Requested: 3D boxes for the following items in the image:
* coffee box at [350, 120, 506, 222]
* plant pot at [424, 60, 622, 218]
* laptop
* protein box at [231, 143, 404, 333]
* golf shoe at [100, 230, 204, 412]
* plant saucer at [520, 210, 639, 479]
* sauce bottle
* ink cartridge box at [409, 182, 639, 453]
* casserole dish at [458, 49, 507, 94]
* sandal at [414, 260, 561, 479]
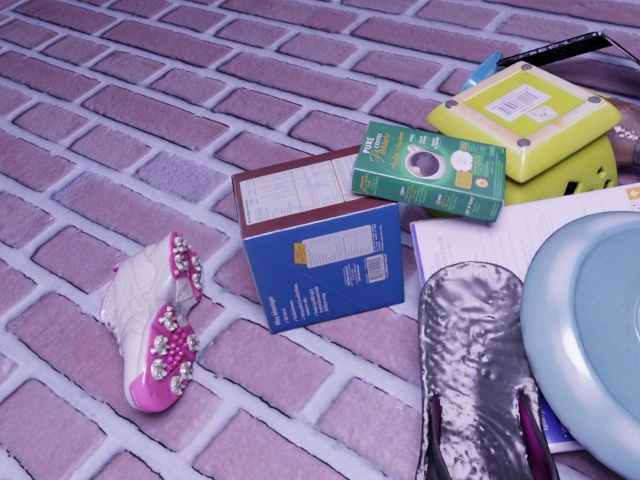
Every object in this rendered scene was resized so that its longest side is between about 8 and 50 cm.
[{"bbox_3d":[0.137,-0.089,0.802,0.184,0.040,0.113,12,46,5],"label":"coffee box"},{"bbox_3d":[0.294,-0.125,0.958,0.228,0.207,0.227,-30,48,-17],"label":"plant pot"},{"bbox_3d":[0.483,-0.288,1.137,0.264,0.136,0.234,-10,5,31],"label":"laptop"},{"bbox_3d":[0.000,0.000,0.895,0.201,0.200,0.136,-13,45,-2],"label":"protein box"},{"bbox_3d":[-0.249,0.120,0.906,0.140,0.115,0.306,-17,37,10],"label":"golf shoe"},{"bbox_3d":[0.367,0.100,0.667,0.317,0.044,0.317,5,64,-10],"label":"plant saucer"},{"bbox_3d":[0.439,-0.181,1.026,0.111,0.111,0.344,-30,40,-18],"label":"sauce bottle"},{"bbox_3d":[0.286,0.095,0.771,0.307,0.072,0.303,-11,66,9],"label":"ink cartridge box"},{"bbox_3d":[0.297,-0.276,1.189,0.037,0.114,0.188,36,50,-9],"label":"casserole dish"},{"bbox_3d":[0.166,0.220,0.640,0.167,0.107,0.446,-8,63,8],"label":"sandal"}]
